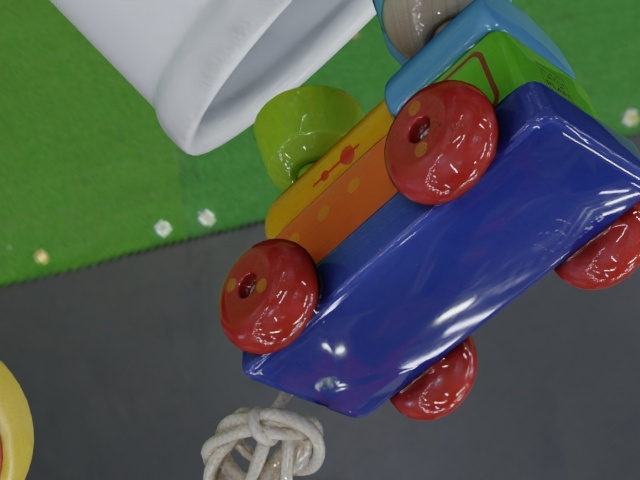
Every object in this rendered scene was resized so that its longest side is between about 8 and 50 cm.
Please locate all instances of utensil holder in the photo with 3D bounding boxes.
[{"bbox_3d":[-0.111,-0.311,1.037,0.327,0.327,0.385,-44,88,-6],"label":"utensil holder"}]

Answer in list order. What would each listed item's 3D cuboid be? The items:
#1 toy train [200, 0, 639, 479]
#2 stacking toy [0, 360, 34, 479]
[{"bbox_3d":[0.000,0.000,0.565,0.105,0.143,0.248,26,125,-36],"label":"toy train"},{"bbox_3d":[-0.327,0.085,0.677,0.309,0.130,0.279,-24,105,7],"label":"stacking toy"}]
